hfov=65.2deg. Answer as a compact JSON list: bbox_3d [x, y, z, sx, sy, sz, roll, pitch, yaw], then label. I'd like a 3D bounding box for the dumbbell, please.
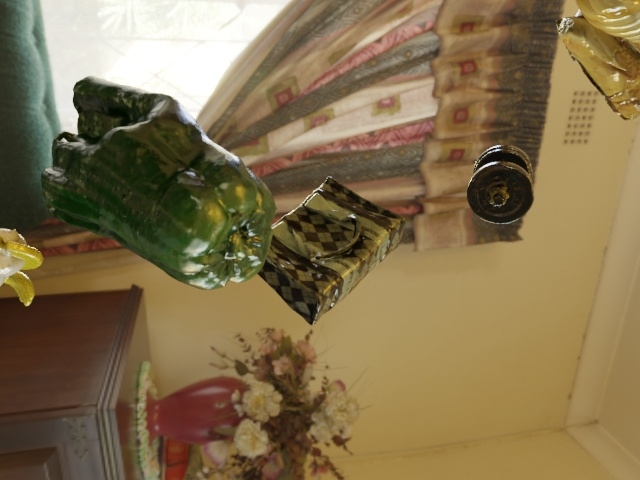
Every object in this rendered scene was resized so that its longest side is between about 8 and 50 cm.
[{"bbox_3d":[0.551,-0.178,1.524,0.388,0.185,0.185,-47,144,-59],"label":"dumbbell"}]

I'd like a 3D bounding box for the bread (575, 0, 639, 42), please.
[{"bbox_3d":[0.434,-0.366,0.676,0.121,0.311,0.173,34,-62,32],"label":"bread"}]

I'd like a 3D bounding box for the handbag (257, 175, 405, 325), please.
[{"bbox_3d":[0.000,0.000,1.400,0.317,0.416,0.180,35,-41,18],"label":"handbag"}]

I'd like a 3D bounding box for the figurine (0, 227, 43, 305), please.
[{"bbox_3d":[-0.390,0.018,0.571,0.178,0.129,0.109,-37,-141,52],"label":"figurine"}]

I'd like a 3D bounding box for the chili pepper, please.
[{"bbox_3d":[-0.217,-0.095,0.629,0.385,0.213,0.167,34,-54,25],"label":"chili pepper"}]

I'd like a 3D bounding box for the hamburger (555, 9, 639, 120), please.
[{"bbox_3d":[0.558,-0.355,0.923,0.262,0.124,0.131,47,11,-7],"label":"hamburger"}]
